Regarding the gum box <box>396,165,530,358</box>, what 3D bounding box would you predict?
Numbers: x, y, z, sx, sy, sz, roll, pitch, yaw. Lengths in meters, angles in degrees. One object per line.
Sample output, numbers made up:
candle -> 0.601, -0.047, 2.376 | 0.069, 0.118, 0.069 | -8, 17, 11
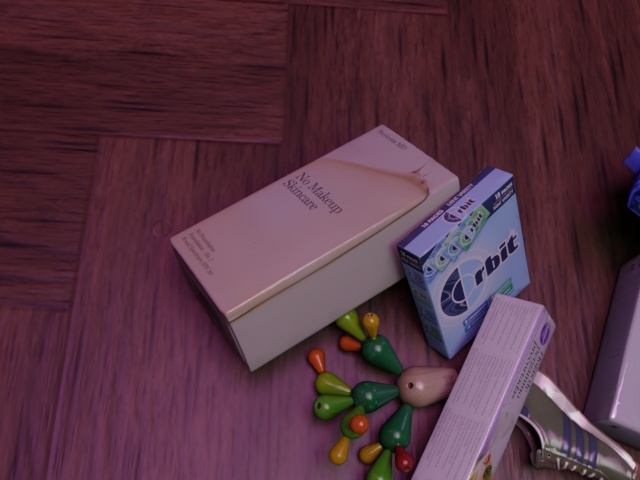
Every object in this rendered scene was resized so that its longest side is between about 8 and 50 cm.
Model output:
gum box -> 0.178, 0.029, 0.825 | 0.157, 0.184, 0.041 | -39, 42, -19

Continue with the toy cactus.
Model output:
toy cactus -> 0.078, 0.171, 0.807 | 0.181, 0.112, 0.218 | -6, 58, -18

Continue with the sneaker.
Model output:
sneaker -> 0.285, 0.245, 0.808 | 0.086, 0.064, 0.192 | -37, 70, -17

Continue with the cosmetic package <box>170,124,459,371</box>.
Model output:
cosmetic package -> 0.000, 0.000, 0.827 | 0.310, 0.113, 0.160 | -32, 46, -16

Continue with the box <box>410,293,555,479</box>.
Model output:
box -> 0.173, 0.217, 0.781 | 0.067, 0.063, 0.324 | 13, 67, 40

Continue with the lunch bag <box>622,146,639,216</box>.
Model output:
lunch bag -> 0.521, -0.033, 0.868 | 0.293, 0.138, 0.221 | 37, 38, 15

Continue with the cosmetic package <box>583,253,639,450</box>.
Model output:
cosmetic package -> 0.416, 0.140, 0.852 | 0.117, 0.085, 0.231 | 24, 69, 4
